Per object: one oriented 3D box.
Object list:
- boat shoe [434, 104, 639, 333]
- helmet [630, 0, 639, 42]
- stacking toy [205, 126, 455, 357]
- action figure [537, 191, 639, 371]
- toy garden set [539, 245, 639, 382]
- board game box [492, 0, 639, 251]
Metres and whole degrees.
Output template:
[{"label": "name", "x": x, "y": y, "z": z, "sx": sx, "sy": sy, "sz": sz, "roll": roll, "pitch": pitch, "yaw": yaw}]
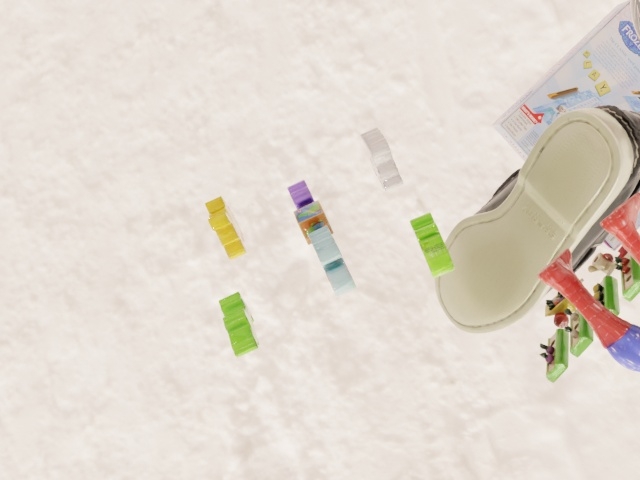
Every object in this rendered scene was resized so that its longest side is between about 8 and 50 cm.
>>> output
[{"label": "boat shoe", "x": 0.235, "y": -0.018, "z": 0.928, "sx": 0.127, "sy": 0.113, "sz": 0.340, "roll": 53, "pitch": 143, "yaw": 24}, {"label": "helmet", "x": 0.346, "y": -0.214, "z": 0.743, "sx": 0.169, "sy": 0.161, "sz": 0.170, "roll": -169, "pitch": 90, "yaw": -78}, {"label": "stacking toy", "x": 0.000, "y": 0.000, "z": 0.699, "sx": 0.166, "sy": 0.052, "sz": 0.221, "roll": -24, "pitch": 31, "yaw": 2}, {"label": "action figure", "x": 0.273, "y": 0.090, "z": 0.552, "sx": 0.280, "sy": 0.139, "sz": 0.091, "roll": 51, "pitch": 126, "yaw": 9}, {"label": "toy garden set", "x": 0.452, "y": 0.095, "z": 1.509, "sx": 0.049, "sy": 0.204, "sz": 0.244, "roll": 31, "pitch": 122, "yaw": -2}, {"label": "board game box", "x": 0.532, "y": -0.203, "z": 1.594, "sx": 0.318, "sy": 0.066, "sz": 0.319, "roll": -43, "pitch": 98, "yaw": 3}]
